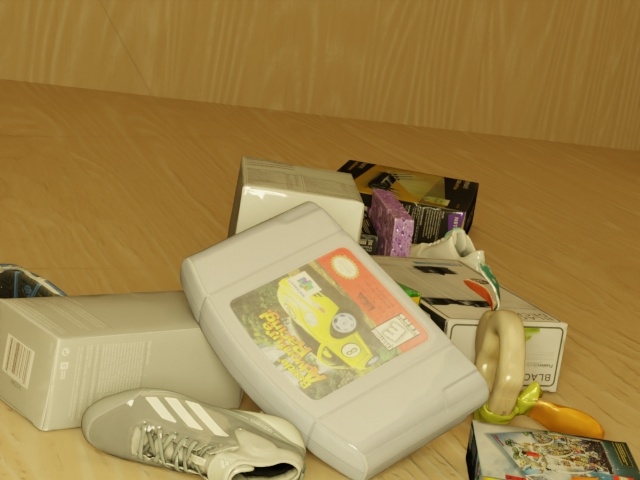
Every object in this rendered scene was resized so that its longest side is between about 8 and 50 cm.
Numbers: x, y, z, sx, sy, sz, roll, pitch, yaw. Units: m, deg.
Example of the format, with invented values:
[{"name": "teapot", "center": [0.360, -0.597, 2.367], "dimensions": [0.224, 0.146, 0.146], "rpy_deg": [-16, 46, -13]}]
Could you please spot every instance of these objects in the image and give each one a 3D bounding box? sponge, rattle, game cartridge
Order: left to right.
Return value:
[{"name": "game cartridge", "center": [0.002, 0.095, 1.518], "dimensions": [0.196, 0.060, 0.294], "rpy_deg": [-29, 61, -30]}, {"name": "sponge", "center": [0.097, 0.002, 2.228], "dimensions": [0.031, 0.117, 0.210], "rpy_deg": [5, 13, -8]}, {"name": "rattle", "center": [0.233, 0.118, 1.690], "dimensions": [0.143, 0.130, 0.199], "rpy_deg": [-2, 37, 4]}]

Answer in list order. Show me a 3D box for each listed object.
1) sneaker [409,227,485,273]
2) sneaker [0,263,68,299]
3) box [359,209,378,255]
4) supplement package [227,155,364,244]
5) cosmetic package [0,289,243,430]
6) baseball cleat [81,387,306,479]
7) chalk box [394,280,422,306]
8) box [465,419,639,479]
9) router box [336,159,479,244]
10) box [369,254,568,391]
[{"name": "sneaker", "center": [0.185, 0.022, 2.258], "dimensions": [0.080, 0.094, 0.212], "rpy_deg": [0, 15, -30]}, {"name": "sneaker", "center": [-0.333, 0.062, 1.733], "dimensions": [0.211, 0.080, 0.081], "rpy_deg": [19, 17, 38]}, {"name": "box", "center": [0.000, 0.000, 2.259], "dimensions": [0.147, 0.077, 0.180], "rpy_deg": [8, 13, -6]}, {"name": "supplement package", "center": [-0.039, 0.015, 1.889], "dimensions": [0.149, 0.194, 0.203], "rpy_deg": [9, 13, -5]}, {"name": "cosmetic package", "center": [-0.200, 0.116, 1.546], "dimensions": [0.238, 0.107, 0.127], "rpy_deg": [3, 15, -40]}, {"name": "baseball cleat", "center": [-0.113, 0.183, 1.373], "dimensions": [0.206, 0.072, 0.109], "rpy_deg": [4, 19, -5]}, {"name": "chalk box", "center": [-0.011, 0.091, 1.718], "dimensions": [0.132, 0.132, 0.213], "rpy_deg": [-1, 17, -37]}, {"name": "box", "center": [0.223, 0.236, 1.435], "dimensions": [0.159, 0.044, 0.233], "rpy_deg": [9, 12, 1]}, {"name": "router box", "center": [0.137, -0.060, 2.624], "dimensions": [0.243, 0.081, 0.309], "rpy_deg": [11, 13, 7]}, {"name": "box", "center": [0.161, 0.099, 1.908], "dimensions": [0.169, 0.087, 0.290], "rpy_deg": [4, 14, -22]}]
